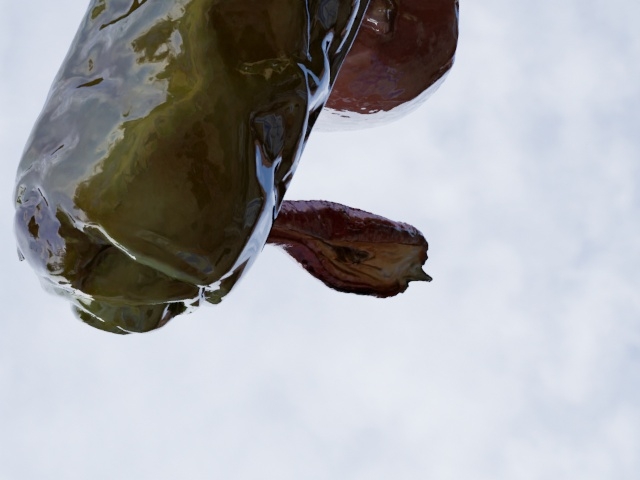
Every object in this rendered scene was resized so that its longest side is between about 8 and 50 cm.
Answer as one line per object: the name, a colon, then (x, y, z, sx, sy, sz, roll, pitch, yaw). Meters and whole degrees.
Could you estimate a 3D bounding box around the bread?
bread: (-0.025, -0.091, 0.591, 0.087, 0.098, 0.269, 42, -118, -42)

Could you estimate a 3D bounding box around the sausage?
sausage: (0.019, -0.142, 1.132, 0.148, 0.254, 0.148, 0, -90, 0)

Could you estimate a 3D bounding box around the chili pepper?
chili pepper: (0.000, 0.000, 0.881, 0.178, 0.027, 0.045, 13, -61, -49)
